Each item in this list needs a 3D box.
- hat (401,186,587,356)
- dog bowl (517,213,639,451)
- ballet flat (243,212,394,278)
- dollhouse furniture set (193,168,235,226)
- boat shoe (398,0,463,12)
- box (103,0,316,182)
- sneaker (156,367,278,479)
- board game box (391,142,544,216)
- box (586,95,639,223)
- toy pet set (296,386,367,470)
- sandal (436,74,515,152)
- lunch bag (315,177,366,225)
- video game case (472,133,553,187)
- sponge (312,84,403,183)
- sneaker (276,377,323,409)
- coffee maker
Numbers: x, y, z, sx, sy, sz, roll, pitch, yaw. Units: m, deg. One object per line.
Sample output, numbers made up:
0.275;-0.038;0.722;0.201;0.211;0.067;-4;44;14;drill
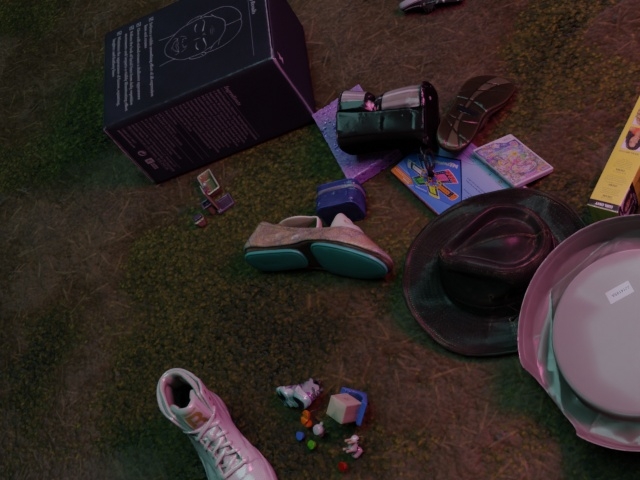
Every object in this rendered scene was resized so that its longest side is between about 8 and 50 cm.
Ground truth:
0.282;0.030;1.711;0.331;0.134;0.331;-8;65;17;hat
0.471;0.140;1.536;0.349;0.102;0.348;-11;68;27;dog bowl
0.000;0.000;1.928;0.316;0.107;0.106;4;55;29;ballet flat
-0.249;-0.105;2.140;0.091;0.081;0.114;-35;50;3;dollhouse furniture set
0.231;-0.495;2.167;0.142;0.049;0.040;-14;92;26;boat shoe
-0.238;-0.349;2.212;0.396;0.212;0.293;-20;52;17;box
-0.184;0.339;1.757;0.108;0.169;0.292;-40;51;-3;sneaker
0.263;-0.094;1.896;0.145;0.027;0.281;-40;50;-3;board game box
0.520;-0.126;1.742;0.058;0.087;0.232;18;68;33;box
0.034;0.305;1.748;0.122;0.065;0.114;29;111;41;toy pet set
0.285;-0.231;1.948;0.090;0.060;0.219;26;59;16;sandal
0.037;-0.076;1.978;0.098;0.067;0.065;-12;54;23;lunch bag
0.344;-0.142;1.872;0.087;0.011;0.122;-24;46;-20;video game case
0.071;-0.208;2.071;0.117;0.031;0.210;-32;50;6;sponge
-0.029;0.259;1.815;0.069;0.038;0.098;-33;23;-27;sneaker
0.122;-0.206;1.946;0.178;0.120;0.171;-4;58;24;coffee maker
